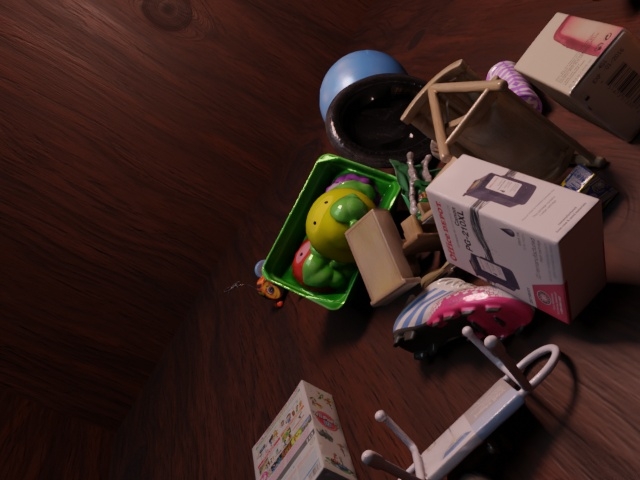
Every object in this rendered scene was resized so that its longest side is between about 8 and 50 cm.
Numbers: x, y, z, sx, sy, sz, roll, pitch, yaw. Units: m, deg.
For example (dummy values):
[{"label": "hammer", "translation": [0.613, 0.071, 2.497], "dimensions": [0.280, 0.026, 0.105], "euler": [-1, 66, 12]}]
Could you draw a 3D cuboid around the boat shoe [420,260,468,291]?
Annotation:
[{"label": "boat shoe", "translation": [0.260, 0.073, 1.237], "dimensions": [0.152, 0.056, 0.049], "euler": [-43, 39, 44]}]

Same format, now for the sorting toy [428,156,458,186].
[{"label": "sorting toy", "translation": [0.327, -0.191, 1.373], "dimensions": [0.193, 0.038, 0.208], "euler": [-52, -8, 25]}]

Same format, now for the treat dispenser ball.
[{"label": "treat dispenser ball", "translation": [0.140, -0.430, 1.907], "dimensions": [0.288, 0.288, 0.288], "euler": [-50, 21, 28]}]

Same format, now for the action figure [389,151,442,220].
[{"label": "action figure", "translation": [0.242, -0.113, 1.469], "dimensions": [0.063, 0.137, 0.232], "euler": [103, 169, -48]}]

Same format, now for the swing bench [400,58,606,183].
[{"label": "swing bench", "translation": [0.315, -0.182, 1.126], "dimensions": [0.165, 0.253, 0.255], "euler": [-53, 23, 17]}]

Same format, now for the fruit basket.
[{"label": "fruit basket", "translation": [0.033, -0.029, 1.517], "dimensions": [0.392, 0.282, 0.392], "euler": [-43, -34, -40]}]

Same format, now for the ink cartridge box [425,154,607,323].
[{"label": "ink cartridge box", "translation": [0.287, -0.009, 0.931], "dimensions": [0.100, 0.172, 0.237], "euler": [-40, 41, -18]}]

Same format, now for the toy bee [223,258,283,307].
[{"label": "toy bee", "translation": [-0.160, 0.137, 2.123], "dimensions": [0.298, 0.162, 0.195], "euler": [-36, 10, -4]}]

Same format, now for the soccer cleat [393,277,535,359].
[{"label": "soccer cleat", "translation": [0.243, 0.112, 1.114], "dimensions": [0.331, 0.116, 0.143], "euler": [-31, 31, 54]}]

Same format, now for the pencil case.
[{"label": "pencil case", "translation": [0.410, -0.317, 1.350], "dimensions": [0.088, 0.086, 0.206], "euler": [-17, 32, 13]}]

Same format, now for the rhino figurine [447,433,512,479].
[{"label": "rhino figurine", "translation": [0.227, 0.371, 0.832], "dimensions": [0.106, 0.073, 0.243], "euler": [-48, 17, 22]}]

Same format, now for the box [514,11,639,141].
[{"label": "box", "translation": [0.464, -0.286, 1.073], "dimensions": [0.127, 0.148, 0.232], "euler": [-54, 20, 18]}]

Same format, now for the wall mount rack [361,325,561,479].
[{"label": "wall mount rack", "translation": [0.181, 0.237, 0.879], "dimensions": [0.350, 0.130, 0.304], "euler": [-45, -6, 2]}]

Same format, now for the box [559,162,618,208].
[{"label": "box", "translation": [0.396, -0.038, 1.023], "dimensions": [0.169, 0.059, 0.054], "euler": [-54, 19, 20]}]

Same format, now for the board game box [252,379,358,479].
[{"label": "board game box", "translation": [-0.043, 0.482, 1.345], "dimensions": [0.224, 0.097, 0.303], "euler": [-55, 21, 12]}]

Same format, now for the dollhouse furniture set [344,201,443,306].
[{"label": "dollhouse furniture set", "translation": [0.193, 0.027, 1.267], "dimensions": [0.212, 0.242, 0.161], "euler": [-42, 61, 45]}]

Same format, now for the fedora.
[{"label": "fedora", "translation": [0.181, -0.292, 1.692], "dimensions": [0.152, 0.333, 0.334], "euler": [84, -155, -64]}]

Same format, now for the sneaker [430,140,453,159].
[{"label": "sneaker", "translation": [0.334, -0.277, 1.489], "dimensions": [0.215, 0.084, 0.083], "euler": [-60, 0, 43]}]

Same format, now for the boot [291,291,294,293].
[{"label": "boot", "translation": [-0.042, 0.098, 1.977], "dimensions": [0.158, 0.059, 0.084], "euler": [-50, 16, 5]}]
